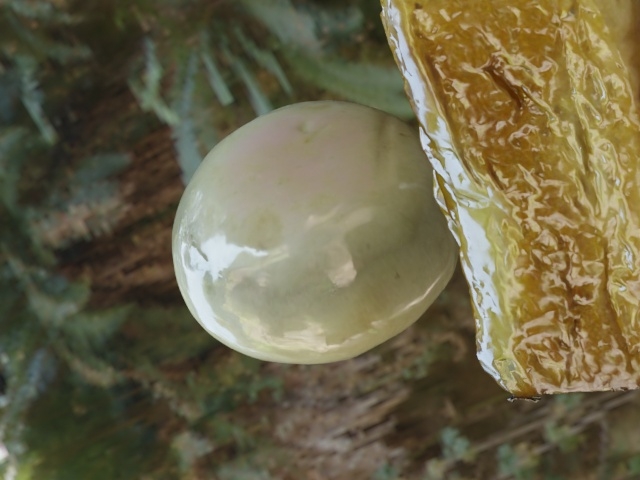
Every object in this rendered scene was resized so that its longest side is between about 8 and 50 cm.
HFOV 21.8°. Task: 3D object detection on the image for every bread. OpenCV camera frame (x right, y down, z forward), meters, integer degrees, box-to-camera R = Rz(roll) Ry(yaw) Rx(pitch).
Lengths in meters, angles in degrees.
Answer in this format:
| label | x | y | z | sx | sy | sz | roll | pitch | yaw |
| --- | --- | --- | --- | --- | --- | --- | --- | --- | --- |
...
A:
| label | x | y | z | sx | sy | sz | roll | pitch | yaw |
| --- | --- | --- | --- | --- | --- | --- | --- | --- | --- |
| bread | 0.157 | -0.067 | 1.073 | 0.149 | 0.195 | 0.344 | -62 | -39 | -52 |

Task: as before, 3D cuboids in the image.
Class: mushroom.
| label | x | y | z | sx | sy | sz | roll | pitch | yaw |
| --- | --- | --- | --- | --- | --- | --- | --- | --- | --- |
| mushroom | 0.000 | 0.000 | 1.410 | 0.202 | 0.246 | 0.246 | 68 | -169 | -57 |
